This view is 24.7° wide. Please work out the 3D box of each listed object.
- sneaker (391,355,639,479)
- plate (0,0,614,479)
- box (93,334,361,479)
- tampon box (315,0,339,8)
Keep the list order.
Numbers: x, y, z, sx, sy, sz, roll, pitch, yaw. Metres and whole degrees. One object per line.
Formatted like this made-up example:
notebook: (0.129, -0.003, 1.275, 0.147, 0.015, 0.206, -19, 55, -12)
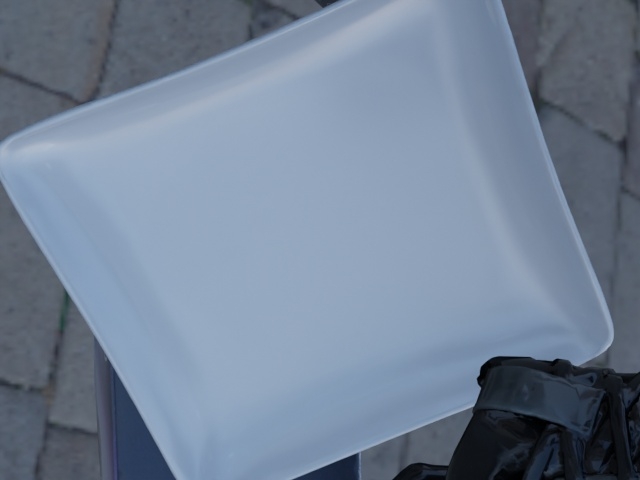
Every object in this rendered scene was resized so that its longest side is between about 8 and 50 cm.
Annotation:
sneaker: (0.123, 0.094, 0.534, 0.146, 0.293, 0.102, 44, 46, -11)
plate: (0.000, 0.000, 0.828, 0.045, 0.277, 0.278, -106, 172, -60)
box: (-0.081, 0.096, 1.116, 0.183, 0.294, 0.296, -2, 96, -10)
tampon box: (0.076, -0.305, 1.518, 0.101, 0.120, 0.161, 38, 70, -33)
